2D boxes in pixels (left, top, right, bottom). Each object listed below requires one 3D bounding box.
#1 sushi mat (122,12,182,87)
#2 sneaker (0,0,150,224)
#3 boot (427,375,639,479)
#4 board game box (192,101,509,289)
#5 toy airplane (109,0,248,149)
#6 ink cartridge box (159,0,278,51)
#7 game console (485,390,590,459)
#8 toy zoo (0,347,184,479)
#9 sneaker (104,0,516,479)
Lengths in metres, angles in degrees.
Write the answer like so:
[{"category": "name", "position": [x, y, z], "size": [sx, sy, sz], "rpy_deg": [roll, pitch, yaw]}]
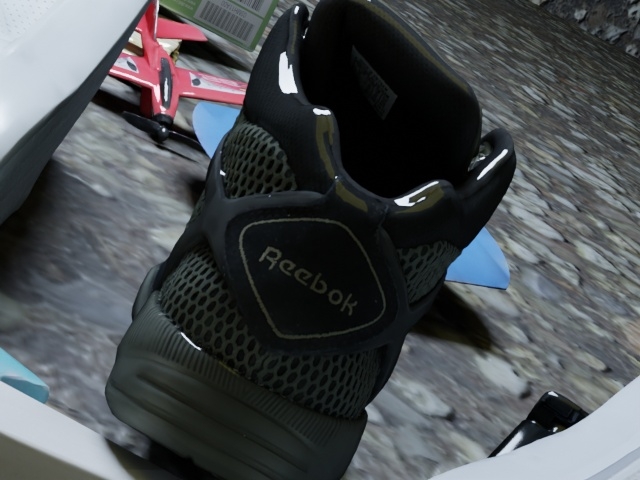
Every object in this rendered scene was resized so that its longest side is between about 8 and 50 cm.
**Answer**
[{"category": "sushi mat", "position": [-0.220, -0.175, 0.944], "size": [0.316, 0.019, 0.151], "rpy_deg": [28, 13, -7]}, {"category": "sneaker", "position": [-0.156, -0.082, 0.570], "size": [0.169, 0.108, 0.292], "rpy_deg": [32, 15, -4]}, {"category": "boot", "position": [0.103, 0.109, 0.460], "size": [0.123, 0.095, 0.258], "rpy_deg": [43, 31, 22]}, {"category": "board game box", "position": [0.010, -0.009, 0.798], "size": [0.168, 0.033, 0.133], "rpy_deg": [8, 30, -43]}, {"category": "toy airplane", "position": [-0.087, -0.094, 0.868], "size": [0.151, 0.028, 0.151], "rpy_deg": [17, 34, -12]}, {"category": "ink cartridge box", "position": [-0.157, -0.209, 1.081], "size": [0.235, 0.056, 0.171], "rpy_deg": [31, 6, 35]}, {"category": "game console", "position": [0.111, 0.117, 0.598], "size": [0.122, 0.071, 0.107], "rpy_deg": [35, -15, 17]}, {"category": "toy zoo", "position": [-0.092, 0.074, 0.309], "size": [0.192, 0.030, 0.293], "rpy_deg": [26, 14, -15]}, {"category": "sneaker", "position": [0.000, 0.000, 0.518], "size": [0.087, 0.130, 0.227], "rpy_deg": [32, 0, 0]}]
